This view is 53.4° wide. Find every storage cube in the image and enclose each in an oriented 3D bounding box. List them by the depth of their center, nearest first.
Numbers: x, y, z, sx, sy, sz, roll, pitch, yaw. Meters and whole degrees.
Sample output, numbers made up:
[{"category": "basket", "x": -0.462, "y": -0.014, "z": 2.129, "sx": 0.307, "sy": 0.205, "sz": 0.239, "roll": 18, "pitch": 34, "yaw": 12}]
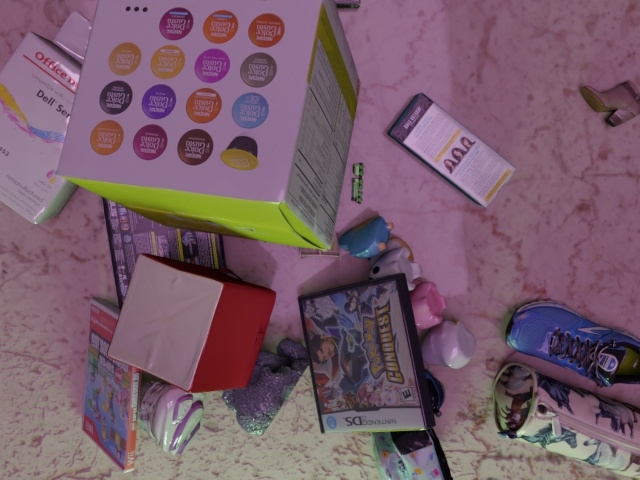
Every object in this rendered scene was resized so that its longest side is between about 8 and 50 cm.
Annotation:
[{"category": "storage cube", "x": -0.219, "y": 0.146, "z": 1.115, "sx": 0.184, "sy": 0.193, "sz": 0.215, "roll": 17, "pitch": 87, "yaw": 24}]

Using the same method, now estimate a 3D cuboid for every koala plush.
[{"category": "koala plush", "x": -0.162, "y": 0.257, "z": 1.254, "sx": 0.221, "sy": 0.203, "sz": 0.196, "roll": 34, "pitch": 97, "yaw": 5}]

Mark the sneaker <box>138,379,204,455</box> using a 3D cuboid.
[{"category": "sneaker", "x": -0.305, "y": 0.325, "z": 1.207, "sx": 0.152, "sy": 0.305, "sz": 0.114, "roll": 35, "pitch": 60, "yaw": 6}]

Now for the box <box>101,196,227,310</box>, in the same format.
[{"category": "box", "x": -0.302, "y": 0.016, "z": 1.261, "sx": 0.216, "sy": 0.060, "sz": 0.270, "roll": -7, "pitch": 100, "yaw": -3}]

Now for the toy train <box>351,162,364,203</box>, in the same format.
[{"category": "toy train", "x": 0.075, "y": -0.115, "z": 1.284, "sx": 0.024, "sy": 0.017, "sz": 0.083, "roll": 4, "pitch": 99, "yaw": 6}]

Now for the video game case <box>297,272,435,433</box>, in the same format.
[{"category": "video game case", "x": 0.076, "y": 0.218, "z": 1.190, "sx": 0.248, "sy": 0.035, "sz": 0.274, "roll": -17, "pitch": 80, "yaw": 40}]

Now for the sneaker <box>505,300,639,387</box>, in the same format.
[{"category": "sneaker", "x": 0.541, "y": 0.215, "z": 1.299, "sx": 0.330, "sy": 0.147, "sz": 0.129, "roll": 14, "pitch": 98, "yaw": -5}]

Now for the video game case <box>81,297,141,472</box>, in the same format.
[{"category": "video game case", "x": -0.407, "y": 0.273, "z": 1.238, "sx": 0.025, "sy": 0.204, "sz": 0.285, "roll": -1, "pitch": 102, "yaw": -42}]

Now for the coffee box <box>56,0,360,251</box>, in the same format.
[{"category": "coffee box", "x": -0.146, "y": -0.190, "z": 1.021, "sx": 0.338, "sy": 0.338, "sz": 0.334, "roll": 8, "pitch": 81, "yaw": 13}]

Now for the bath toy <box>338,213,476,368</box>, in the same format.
[{"category": "bath toy", "x": 0.176, "y": 0.115, "z": 1.274, "sx": 0.129, "sy": 0.151, "sz": 0.348, "roll": -26, "pitch": 106, "yaw": 37}]

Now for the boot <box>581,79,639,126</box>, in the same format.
[{"category": "boot", "x": 0.591, "y": -0.290, "z": 1.279, "sx": 0.087, "sy": 0.042, "sz": 0.118, "roll": -44, "pitch": 100, "yaw": -2}]

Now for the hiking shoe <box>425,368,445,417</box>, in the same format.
[{"category": "hiking shoe", "x": 0.116, "y": 0.233, "z": 1.256, "sx": 0.304, "sy": 0.132, "sz": 0.113, "roll": 31, "pitch": 86, "yaw": 13}]

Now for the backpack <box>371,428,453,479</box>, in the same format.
[{"category": "backpack", "x": 0.191, "y": 0.461, "z": 1.306, "sx": 0.144, "sy": 0.166, "sz": 0.188, "roll": -28, "pitch": 98, "yaw": -2}]

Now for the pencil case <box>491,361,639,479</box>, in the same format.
[{"category": "pencil case", "x": 0.563, "y": 0.389, "z": 1.311, "sx": 0.410, "sy": 0.183, "sz": 0.159, "roll": 21, "pitch": 97, "yaw": -7}]

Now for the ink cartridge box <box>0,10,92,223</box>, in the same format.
[{"category": "ink cartridge box", "x": -0.493, "y": -0.234, "z": 1.178, "sx": 0.207, "sy": 0.119, "sz": 0.353, "roll": 36, "pitch": 95, "yaw": -8}]

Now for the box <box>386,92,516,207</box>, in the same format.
[{"category": "box", "x": 0.258, "y": -0.177, "z": 1.262, "sx": 0.244, "sy": 0.060, "sz": 0.100, "roll": 37, "pitch": 95, "yaw": -8}]

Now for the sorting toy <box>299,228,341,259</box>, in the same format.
[{"category": "sorting toy", "x": 0.000, "y": 0.000, "z": 1.288, "sx": 0.083, "sy": 0.045, "sz": 0.075, "roll": 2, "pitch": 92, "yaw": -3}]

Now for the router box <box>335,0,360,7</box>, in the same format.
[{"category": "router box", "x": 0.029, "y": -0.506, "z": 1.208, "sx": 0.092, "sy": 0.038, "sz": 0.122, "roll": -1, "pitch": 99, "yaw": -3}]
